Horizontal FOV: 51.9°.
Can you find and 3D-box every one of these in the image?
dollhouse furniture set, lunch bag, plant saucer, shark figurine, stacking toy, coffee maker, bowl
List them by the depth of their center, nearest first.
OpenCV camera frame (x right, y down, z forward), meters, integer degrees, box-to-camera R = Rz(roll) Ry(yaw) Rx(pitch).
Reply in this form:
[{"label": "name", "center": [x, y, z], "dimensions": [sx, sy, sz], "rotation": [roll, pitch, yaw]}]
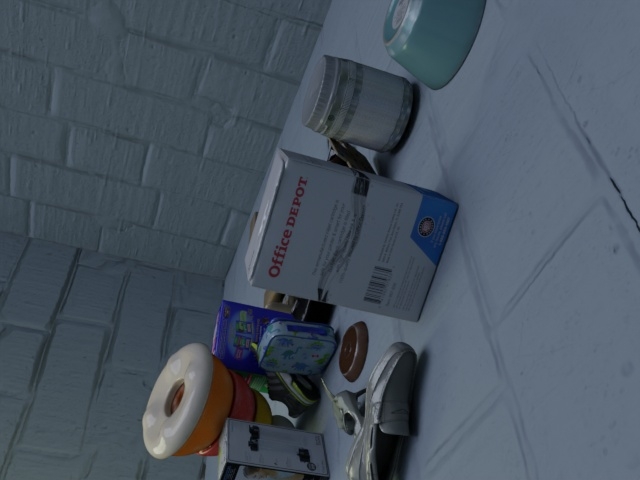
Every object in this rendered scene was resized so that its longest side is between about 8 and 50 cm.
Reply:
[{"label": "shark figurine", "center": [0.089, 0.391, 1.576], "dimensions": [0.278, 0.116, 0.166], "rotation": [132, 116, -76]}, {"label": "bowl", "center": [0.264, -0.552, 1.646], "dimensions": [0.311, 0.163, 0.311], "rotation": [-167, 90, -74]}, {"label": "plant saucer", "center": [0.085, 0.300, 1.792], "dimensions": [0.168, 0.029, 0.168], "rotation": [-166, 90, -76]}, {"label": "lunch bag", "center": [-0.070, 0.318, 1.976], "dimensions": [0.090, 0.219, 0.176], "rotation": [-103, 29, -48]}, {"label": "stacking toy", "center": [-0.267, 0.551, 2.027], "dimensions": [0.350, 0.480, 0.350], "rotation": [-41, 33, 34]}, {"label": "coffee maker", "center": [-0.013, 0.185, 2.079], "dimensions": [0.171, 0.120, 0.178], "rotation": [-124, 48, -69]}, {"label": "dollhouse furniture set", "center": [-0.187, 0.114, 2.518], "dimensions": [0.362, 0.256, 0.394], "rotation": [-92, 21, -47]}]

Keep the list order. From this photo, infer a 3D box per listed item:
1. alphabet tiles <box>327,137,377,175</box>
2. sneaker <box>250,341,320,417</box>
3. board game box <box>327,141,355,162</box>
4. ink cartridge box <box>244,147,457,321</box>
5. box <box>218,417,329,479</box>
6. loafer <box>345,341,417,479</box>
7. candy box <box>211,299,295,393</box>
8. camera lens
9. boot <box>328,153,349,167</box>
[{"label": "alphabet tiles", "center": [0.097, -0.236, 1.910], "dimensions": [0.009, 0.198, 0.237], "rotation": [-46, 35, 18]}, {"label": "sneaker", "center": [-0.136, 0.433, 2.068], "dimensions": [0.300, 0.111, 0.121], "rotation": [43, 106, 34]}, {"label": "board game box", "center": [0.065, -0.279, 2.354], "dimensions": [0.170, 0.048, 0.141], "rotation": [-127, 51, -71]}, {"label": "ink cartridge box", "center": [0.058, -0.013, 1.457], "dimensions": [0.166, 0.395, 0.285], "rotation": [-124, 50, -70]}, {"label": "box", "center": [-0.133, 0.598, 1.814], "dimensions": [0.169, 0.290, 0.087], "rotation": [-106, 33, -61]}, {"label": "loafer", "center": [0.147, 0.374, 1.375], "dimensions": [0.111, 0.112, 0.319], "rotation": [18, 94, 53]}, {"label": "candy box", "center": [-0.207, 0.370, 2.241], "dimensions": [0.122, 0.317, 0.268], "rotation": [117, 161, -46]}, {"label": "camera lens", "center": [0.107, -0.378, 1.840], "dimensions": [0.219, 0.274, 0.219], "rotation": [-166, 90, -75]}, {"label": "boot", "center": [0.070, -0.131, 1.845], "dimensions": [0.090, 0.207, 0.248], "rotation": [-25, 17, 18]}]
